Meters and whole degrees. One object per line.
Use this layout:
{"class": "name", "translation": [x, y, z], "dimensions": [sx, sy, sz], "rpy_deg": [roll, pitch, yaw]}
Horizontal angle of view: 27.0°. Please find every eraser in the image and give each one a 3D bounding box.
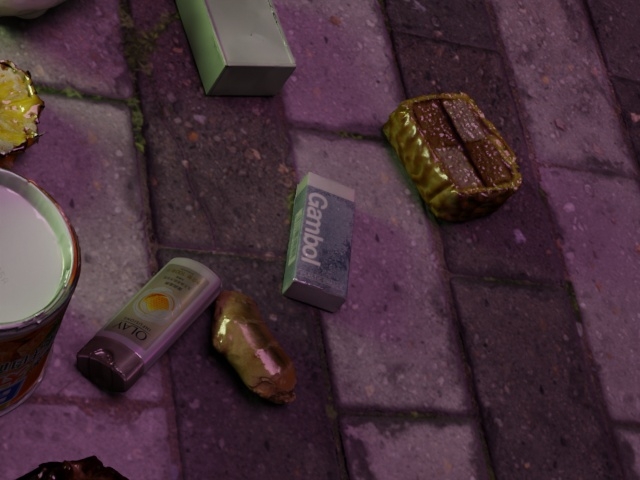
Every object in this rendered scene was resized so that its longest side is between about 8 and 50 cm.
{"class": "eraser", "translation": [0.000, 0.000, 2.023], "dimensions": [0.092, 0.046, 0.212], "rpy_deg": [20, 52, -19]}

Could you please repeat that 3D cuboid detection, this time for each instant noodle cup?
{"class": "instant noodle cup", "translation": [-0.432, 0.051, 1.616], "dimensions": [0.296, 0.214, 0.296], "rpy_deg": [15, 54, -21]}

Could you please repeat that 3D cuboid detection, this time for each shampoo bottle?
{"class": "shampoo bottle", "translation": [-0.229, 0.110, 1.799], "dimensions": [0.086, 0.056, 0.227], "rpy_deg": [23, 45, 20]}

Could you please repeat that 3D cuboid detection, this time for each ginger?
{"class": "ginger", "translation": [-0.097, 0.146, 1.853], "dimensions": [0.190, 0.069, 0.095], "rpy_deg": [54, 18, 12]}

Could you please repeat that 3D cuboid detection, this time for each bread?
{"class": "bread", "translation": [0.219, -0.142, 2.218], "dimensions": [0.181, 0.096, 0.222], "rpy_deg": [-16, 68, -38]}

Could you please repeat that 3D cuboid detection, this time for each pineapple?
{"class": "pineapple", "translation": [-0.483, -0.183, 1.840], "dimensions": [0.221, 0.047, 0.221], "rpy_deg": [11, 56, -16]}

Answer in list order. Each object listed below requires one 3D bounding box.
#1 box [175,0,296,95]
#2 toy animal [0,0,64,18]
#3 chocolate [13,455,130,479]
{"class": "box", "translation": [-0.143, -0.345, 2.141], "dimensions": [0.129, 0.086, 0.225], "rpy_deg": [-3, 62, -32]}
{"class": "toy animal", "translation": [-0.417, -0.444, 1.982], "dimensions": [0.249, 0.174, 0.289], "rpy_deg": [9, 55, -25]}
{"class": "chocolate", "translation": [-0.266, 0.328, 1.558], "dimensions": [0.224, 0.177, 0.206], "rpy_deg": [18, 52, -22]}
